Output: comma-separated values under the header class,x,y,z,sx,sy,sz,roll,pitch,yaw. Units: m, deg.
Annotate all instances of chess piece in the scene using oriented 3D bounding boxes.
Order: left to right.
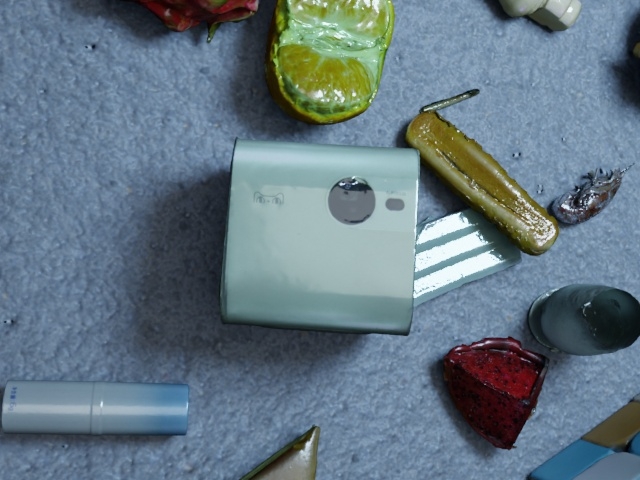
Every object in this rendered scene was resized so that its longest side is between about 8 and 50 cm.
class,x,y,z,sx,sy,sz,roll,pitch,yaw
chess piece,0.244,-0.455,1.345,0.397,0.117,0.117,28,82,-11

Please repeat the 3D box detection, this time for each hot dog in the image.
class,x,y,z,sx,sy,sz,roll,pitch,yaw
hot dog,0.248,-0.089,1.317,0.289,0.068,0.083,45,94,10

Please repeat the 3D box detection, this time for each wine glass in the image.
class,x,y,z,sx,sy,sz,roll,pitch,yaw
wine glass,0.401,0.121,1.301,0.111,0.204,0.111,1,84,-9

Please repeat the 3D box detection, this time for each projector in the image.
class,x,y,z,sx,sy,sz,roll,pitch,yaw
projector,0.000,0.000,1.175,0.249,0.248,0.248,3,85,0

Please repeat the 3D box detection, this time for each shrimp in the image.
class,x,y,z,sx,sy,sz,roll,pitch,yaw
shrimp,0.450,-0.083,1.395,0.165,0.056,0.065,-41,89,-14

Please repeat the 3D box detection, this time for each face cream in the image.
class,x,y,z,sx,sy,sz,roll,pitch,yaw
face cream,-0.314,0.237,1.205,0.250,0.077,0.077,4,87,-10

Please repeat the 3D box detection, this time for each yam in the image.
class,x,y,z,sx,sy,sz,roll,pitch,yaw
yam,0.210,-0.225,1.371,0.107,0.014,0.014,-21,92,-12

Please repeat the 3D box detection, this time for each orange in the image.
class,x,y,z,sx,sy,sz,roll,pitch,yaw
orange,0.010,-0.282,1.257,0.180,0.158,0.237,9,85,-10

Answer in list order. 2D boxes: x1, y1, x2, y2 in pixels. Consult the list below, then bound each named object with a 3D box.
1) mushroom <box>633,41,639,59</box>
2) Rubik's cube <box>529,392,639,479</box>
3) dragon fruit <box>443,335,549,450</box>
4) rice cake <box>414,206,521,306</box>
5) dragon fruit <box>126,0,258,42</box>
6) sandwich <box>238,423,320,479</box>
class,x,y,z,sx,sy,sz,roll,pitch,yaw
mushroom,0.636,-0.296,1.373,0.283,0.195,0.263,0,79,-27
Rubik's cube,0.587,0.427,1.254,0.347,0.344,0.346,-30,95,-11
dragon fruit,0.267,0.227,1.337,0.161,0.120,0.127,28,124,15
rice cake,0.201,0.019,1.342,0.237,0.043,0.127,-19,92,-13
dragon fruit,-0.176,-0.424,1.190,0.303,0.237,0.231,-3,74,8
sandwich,-0.078,0.375,1.243,0.244,0.090,0.088,-36,91,-14
